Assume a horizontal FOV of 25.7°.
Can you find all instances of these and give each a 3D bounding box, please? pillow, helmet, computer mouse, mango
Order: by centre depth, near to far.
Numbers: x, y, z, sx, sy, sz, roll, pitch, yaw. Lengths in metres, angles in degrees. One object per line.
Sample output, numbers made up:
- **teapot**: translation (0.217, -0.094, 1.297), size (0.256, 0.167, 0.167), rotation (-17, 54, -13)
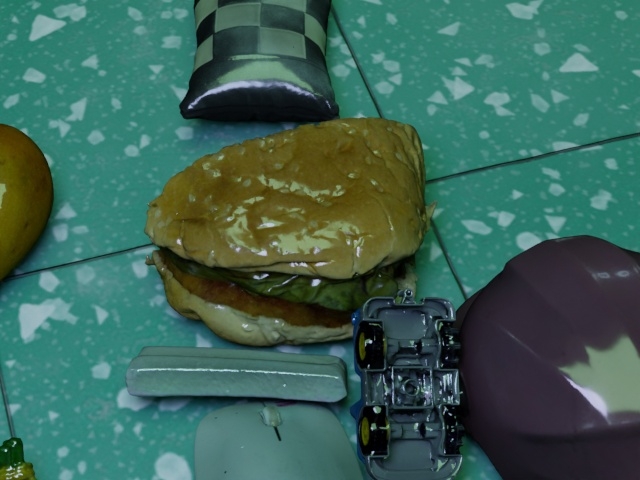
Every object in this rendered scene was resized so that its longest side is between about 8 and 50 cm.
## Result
- **computer mouse**: translation (-0.032, 0.247, 1.301), size (0.159, 0.097, 0.288), rotation (-5, 46, -9)
- **helmet**: translation (0.266, 0.112, 1.377), size (0.271, 0.197, 0.338), rotation (-16, 55, -11)
- **mango**: translation (-0.365, -0.022, 1.504), size (0.138, 0.113, 0.253), rotation (9, 55, 6)
- **pillow**: translation (-0.070, -0.232, 1.682), size (0.186, 0.106, 0.250), rotation (1, 48, -1)

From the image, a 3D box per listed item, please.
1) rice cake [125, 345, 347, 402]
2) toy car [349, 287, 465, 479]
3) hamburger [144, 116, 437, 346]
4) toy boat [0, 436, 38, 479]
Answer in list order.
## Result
- **rice cake**: translation (-0.083, 0.134, 1.425), size (0.222, 0.042, 0.080), rotation (2, 15, 1)
- **toy car**: translation (0.080, 0.146, 1.387), size (0.097, 0.100, 0.191), rotation (1, 78, -14)
- **hamburger**: translation (0.001, 0.003, 1.470), size (0.330, 0.162, 0.209), rotation (-18, 54, -21)
- **toy boat**: translation (-0.260, 0.293, 1.281), size (0.089, 0.088, 0.229), rotation (-15, 55, -12)
